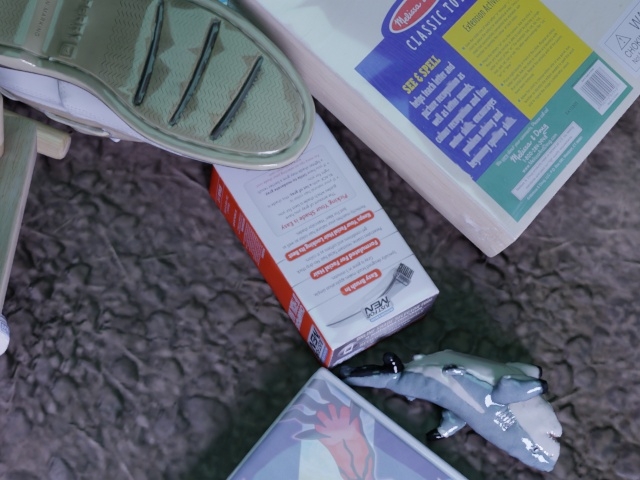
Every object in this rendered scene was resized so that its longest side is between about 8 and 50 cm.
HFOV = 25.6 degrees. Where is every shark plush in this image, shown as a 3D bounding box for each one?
[{"bbox_3d":[0.094,0.114,0.995,0.161,0.073,0.067,12,95,-8],"label":"shark plush"}]

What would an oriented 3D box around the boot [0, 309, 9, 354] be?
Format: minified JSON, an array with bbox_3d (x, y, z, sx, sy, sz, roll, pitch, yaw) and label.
[{"bbox_3d":[-0.314,0.053,0.962,0.190,0.069,0.086,-9,60,-19],"label":"boot"}]

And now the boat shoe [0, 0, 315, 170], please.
[{"bbox_3d":[-0.143,-0.128,1.018,0.302,0.103,0.113,24,80,4],"label":"boat shoe"}]

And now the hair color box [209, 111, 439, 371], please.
[{"bbox_3d":[0.000,0.000,1.030,0.093,0.053,0.167,-27,71,-18],"label":"hair color box"}]

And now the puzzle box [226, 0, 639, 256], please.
[{"bbox_3d":[0.155,-0.218,1.083,0.272,0.052,0.409,43,66,0],"label":"puzzle box"}]

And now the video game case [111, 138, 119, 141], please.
[{"bbox_3d":[-0.176,-0.141,1.090,0.122,0.011,0.087,36,66,8],"label":"video game case"}]

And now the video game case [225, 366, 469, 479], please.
[{"bbox_3d":[0.023,0.214,0.955,0.201,0.023,0.183,37,67,9],"label":"video game case"}]

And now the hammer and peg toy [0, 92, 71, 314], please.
[{"bbox_3d":[-0.312,-0.038,0.910,0.266,0.127,0.361,7,48,-5],"label":"hammer and peg toy"}]

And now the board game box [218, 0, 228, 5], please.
[{"bbox_3d":[0.007,-0.230,1.111,0.305,0.053,0.193,11,69,-9],"label":"board game box"}]
